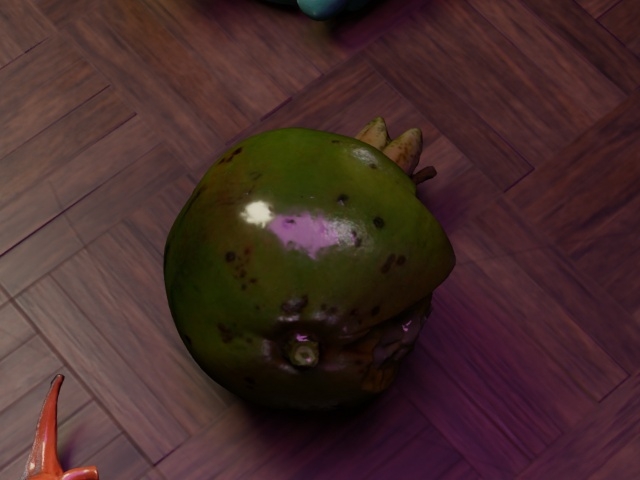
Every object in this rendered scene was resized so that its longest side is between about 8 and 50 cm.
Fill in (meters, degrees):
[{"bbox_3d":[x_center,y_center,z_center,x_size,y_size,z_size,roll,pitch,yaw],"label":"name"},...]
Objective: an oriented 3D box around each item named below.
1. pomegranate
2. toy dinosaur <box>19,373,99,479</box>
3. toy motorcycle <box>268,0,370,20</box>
[{"bbox_3d":[0.000,0.000,1.334,0.236,0.236,0.302,16,40,7],"label":"pomegranate"},{"bbox_3d":[-0.214,0.245,1.280,0.101,0.055,0.280,-5,64,7],"label":"toy dinosaur"},{"bbox_3d":[0.021,-0.301,1.536,0.296,0.109,0.198,-12,61,1],"label":"toy motorcycle"}]
